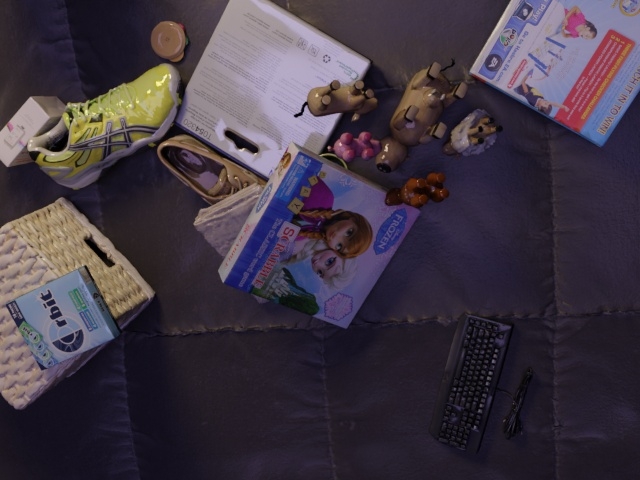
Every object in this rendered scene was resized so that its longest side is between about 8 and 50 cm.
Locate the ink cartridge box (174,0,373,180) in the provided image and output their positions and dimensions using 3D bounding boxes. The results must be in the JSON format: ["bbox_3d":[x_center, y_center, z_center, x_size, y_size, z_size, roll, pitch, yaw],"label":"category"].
[{"bbox_3d":[-0.106,-0.319,1.593,0.324,0.071,0.330,32,108,2],"label":"ink cartridge box"}]

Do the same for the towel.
[{"bbox_3d":[-0.127,0.010,1.621,0.187,0.049,0.282,-24,123,17],"label":"towel"}]

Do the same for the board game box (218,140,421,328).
[{"bbox_3d":[0.000,0.000,1.561,0.318,0.066,0.318,22,107,-27],"label":"board game box"}]

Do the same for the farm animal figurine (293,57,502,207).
[{"bbox_3d":[0.153,-0.233,1.496,0.327,0.172,0.330,-44,100,-14],"label":"farm animal figurine"}]

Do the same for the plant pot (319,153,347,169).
[{"bbox_3d":[0.024,-0.147,1.597,0.083,0.079,0.083,2,101,10],"label":"plant pot"}]

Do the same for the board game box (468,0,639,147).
[{"bbox_3d":[0.500,-0.391,1.463,0.302,0.086,0.308,31,105,2],"label":"board game box"}]

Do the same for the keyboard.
[{"bbox_3d":[0.372,0.331,1.658,0.201,0.033,0.317,13,104,7],"label":"keyboard"}]

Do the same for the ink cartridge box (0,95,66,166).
[{"bbox_3d":[-0.662,-0.234,1.681,0.198,0.115,0.067,-42,92,16],"label":"ink cartridge box"}]

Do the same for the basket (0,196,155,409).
[{"bbox_3d":[-0.626,0.139,1.674,0.331,0.266,0.328,-42,93,16],"label":"basket"}]

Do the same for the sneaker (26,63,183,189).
[{"bbox_3d":[-0.461,-0.251,1.606,0.385,0.147,0.145,-36,60,12],"label":"sneaker"}]

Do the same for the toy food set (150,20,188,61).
[{"bbox_3d":[-0.331,-0.439,1.631,0.083,0.020,0.082,23,104,5],"label":"toy food set"}]

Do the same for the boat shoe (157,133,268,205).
[{"bbox_3d":[-0.203,-0.113,1.625,0.341,0.110,0.121,30,105,0],"label":"boat shoe"}]

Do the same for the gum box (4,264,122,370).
[{"bbox_3d":[-0.518,0.157,1.499,0.184,0.041,0.157,-23,98,15],"label":"gum box"}]
